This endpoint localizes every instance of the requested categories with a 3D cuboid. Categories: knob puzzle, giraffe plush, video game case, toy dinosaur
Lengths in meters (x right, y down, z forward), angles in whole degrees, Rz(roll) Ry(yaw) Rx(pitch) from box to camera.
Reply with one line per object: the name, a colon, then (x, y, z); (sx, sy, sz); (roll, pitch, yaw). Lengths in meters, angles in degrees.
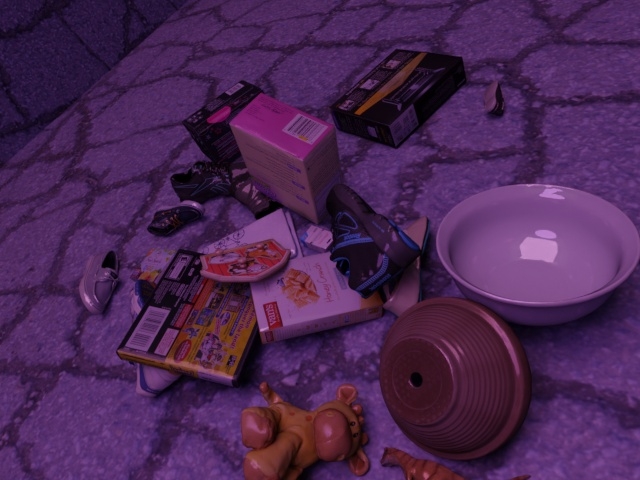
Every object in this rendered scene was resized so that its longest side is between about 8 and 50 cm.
knob puzzle: (-0.153, 0.037, 0.995); (0.213, 0.030, 0.213); (-6, 20, 2)
giraffe plush: (-0.013, 0.313, 0.759); (0.170, 0.181, 0.210); (-9, 11, 7)
video game case: (-0.236, 0.146, 0.989); (0.248, 0.035, 0.275); (10, 48, 11)
toy dinosaur: (0.171, 0.343, 0.675); (0.211, 0.064, 0.112); (4, 51, 31)

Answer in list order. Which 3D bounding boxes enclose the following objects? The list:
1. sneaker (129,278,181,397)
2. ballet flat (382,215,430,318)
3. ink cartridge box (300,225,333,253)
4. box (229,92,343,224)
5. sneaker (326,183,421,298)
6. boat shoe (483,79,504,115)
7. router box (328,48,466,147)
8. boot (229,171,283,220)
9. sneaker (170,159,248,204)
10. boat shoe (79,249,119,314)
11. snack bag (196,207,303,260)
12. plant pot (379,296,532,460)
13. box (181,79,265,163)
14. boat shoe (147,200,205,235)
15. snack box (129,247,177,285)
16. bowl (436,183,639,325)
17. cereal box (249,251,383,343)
sneaker: (-0.388, 0.207, 1.065); (0.131, 0.112, 0.296); (-47, 42, 9)
ballet flat: (0.164, 0.041, 0.942); (0.086, 0.086, 0.248); (-5, 47, 24)
ink cartridge box: (0.000, 0.000, 1.118); (0.083, 0.028, 0.048); (21, 62, 41)
box: (-0.070, -0.188, 1.139); (0.213, 0.243, 0.117); (30, 67, 24)
sneaker: (0.060, -0.012, 0.953); (0.139, 0.125, 0.341); (-48, 24, 6)
boat shoe: (0.441, -0.358, 1.215); (0.046, 0.038, 0.125); (-51, 16, 45)
router box: (0.214, -0.409, 1.352); (0.309, 0.081, 0.243); (-44, 45, -15)
boot: (-0.116, -0.161, 1.315); (0.246, 0.083, 0.161); (-44, 55, -13)
sneaker: (-0.309, -0.182, 1.403); (0.267, 0.106, 0.101); (-20, 42, 8)
boat shoe: (-0.588, 0.101, 1.302); (0.081, 0.079, 0.227); (-31, 39, 5)
snack bag: (-0.186, 0.095, 1.124); (0.323, 0.037, 0.342); (-25, 43, 4)
plant pot: (0.167, 0.197, 0.700); (0.237, 0.110, 0.237); (-11, 74, 41)
box: (-0.285, -0.375, 1.547); (0.247, 0.142, 0.163); (-38, 42, -11)
boat shoe: (-0.411, -0.057, 1.374); (0.183, 0.065, 0.083); (-7, 48, 32)
snack box: (-0.425, 0.071, 1.250); (0.141, 0.037, 0.100); (1, 51, 46)
bowl: (0.347, 0.041, 0.797); (0.298, 0.134, 0.298); (-10, 37, 8)
cereal box: (-0.016, 0.102, 0.961); (0.240, 0.047, 0.173); (-11, 43, -11)
